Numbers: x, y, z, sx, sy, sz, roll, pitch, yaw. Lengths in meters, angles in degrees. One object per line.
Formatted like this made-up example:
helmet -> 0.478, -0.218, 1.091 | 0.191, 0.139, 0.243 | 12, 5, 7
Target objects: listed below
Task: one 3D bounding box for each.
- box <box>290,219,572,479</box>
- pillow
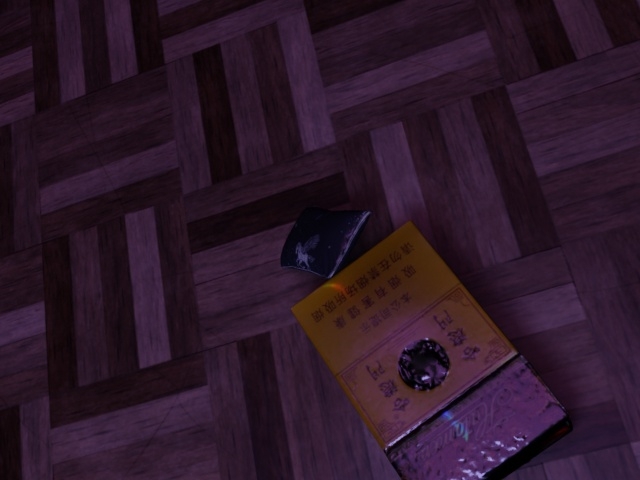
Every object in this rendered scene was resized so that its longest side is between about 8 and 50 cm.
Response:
box -> 0.172, 0.203, 1.289 | 0.264, 0.116, 0.415 | -36, 62, 2
pillow -> 0.000, 0.000, 1.419 | 0.141, 0.055, 0.208 | -60, 27, -13
